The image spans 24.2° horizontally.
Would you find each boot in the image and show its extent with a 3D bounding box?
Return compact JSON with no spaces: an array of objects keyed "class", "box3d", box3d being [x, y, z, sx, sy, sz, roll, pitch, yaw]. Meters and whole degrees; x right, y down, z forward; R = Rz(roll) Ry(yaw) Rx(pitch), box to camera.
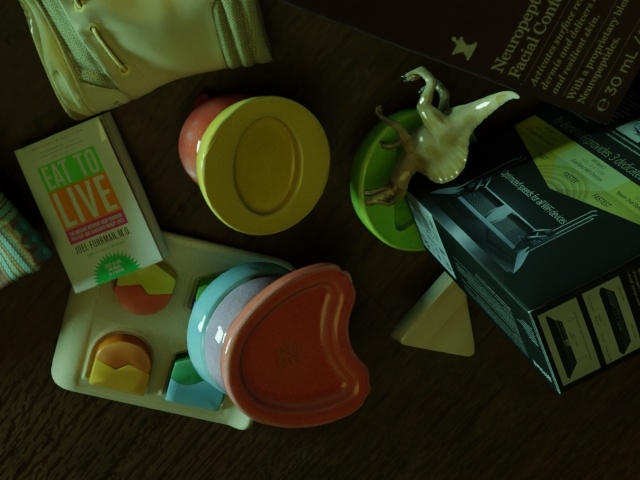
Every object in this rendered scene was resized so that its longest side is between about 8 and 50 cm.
[{"class":"boot","box3d":[-0.161,-0.244,1.263,0.203,0.095,0.262,-14,115,8]}]

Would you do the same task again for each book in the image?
[{"class":"book","box3d":[-0.211,-0.034,1.378,0.096,0.035,0.144,-21,98,16]}]

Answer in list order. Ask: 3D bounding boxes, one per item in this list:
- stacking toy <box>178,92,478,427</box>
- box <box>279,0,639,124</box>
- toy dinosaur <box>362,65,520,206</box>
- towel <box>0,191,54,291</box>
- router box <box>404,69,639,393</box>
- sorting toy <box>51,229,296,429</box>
[{"class":"stacking toy","box3d":[0.000,0.000,1.379,0.279,0.130,0.309,-9,109,-25]},{"class":"box","box3d":[0.103,-0.253,1.184,0.381,0.143,0.191,17,115,-22]},{"class":"toy dinosaur","box3d":[0.102,-0.098,1.258,0.183,0.053,0.093,-39,64,35]},{"class":"towel","box3d":[-0.456,-0.059,1.353,0.271,0.040,0.370,-29,112,29]},{"class":"router box","box3d":[0.227,-0.023,1.213,0.242,0.309,0.081,-26,115,-5]},{"class":"sorting toy","box3d":[-0.144,0.085,1.445,0.208,0.038,0.193,15,114,-6]}]
